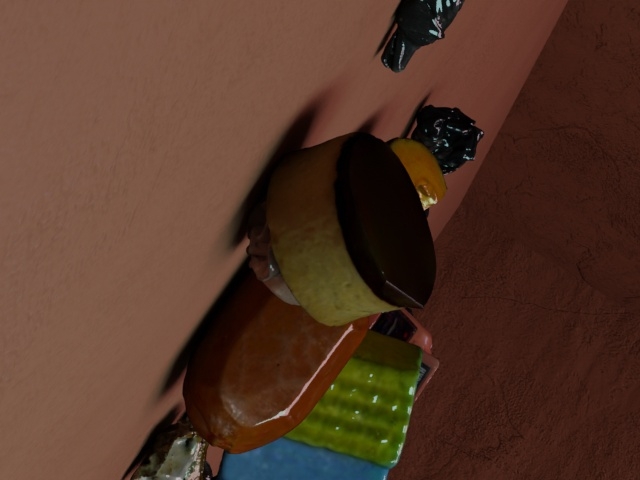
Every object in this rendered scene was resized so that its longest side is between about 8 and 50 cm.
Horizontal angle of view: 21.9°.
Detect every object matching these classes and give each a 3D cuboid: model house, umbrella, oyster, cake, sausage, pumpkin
[{"bbox_3d":[-0.006,0.227,2.161,0.215,0.237,0.303,-71,175,-61],"label":"model house"},{"bbox_3d":[0.134,-0.273,1.765,0.236,0.066,0.059,-58,180,32],"label":"umbrella"},{"bbox_3d":[-0.176,0.251,1.993,0.103,0.051,0.148,-56,158,15],"label":"oyster"},{"bbox_3d":[0.000,0.000,1.674,0.178,0.185,0.208,-21,-151,21],"label":"cake"},{"bbox_3d":[-0.051,0.119,1.852,0.268,0.153,0.141,-54,-177,-15],"label":"sausage"},{"bbox_3d":[0.144,-0.090,2.528,0.110,0.122,0.272,8,129,-34],"label":"umbrella"},{"bbox_3d":[0.032,-0.029,2.053,0.169,0.148,0.312,-11,-157,27],"label":"pumpkin"}]

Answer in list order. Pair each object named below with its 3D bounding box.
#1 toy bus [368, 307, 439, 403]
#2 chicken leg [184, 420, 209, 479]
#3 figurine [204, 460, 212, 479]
[{"bbox_3d":[0.031,0.202,2.491,0.203,0.233,0.427,-55,174,-16],"label":"toy bus"},{"bbox_3d":[-0.163,0.259,2.108,0.093,0.070,0.178,13,100,-83],"label":"chicken leg"},{"bbox_3d":[-0.191,0.347,2.379,0.060,0.047,0.106,-14,161,-23],"label":"figurine"}]
